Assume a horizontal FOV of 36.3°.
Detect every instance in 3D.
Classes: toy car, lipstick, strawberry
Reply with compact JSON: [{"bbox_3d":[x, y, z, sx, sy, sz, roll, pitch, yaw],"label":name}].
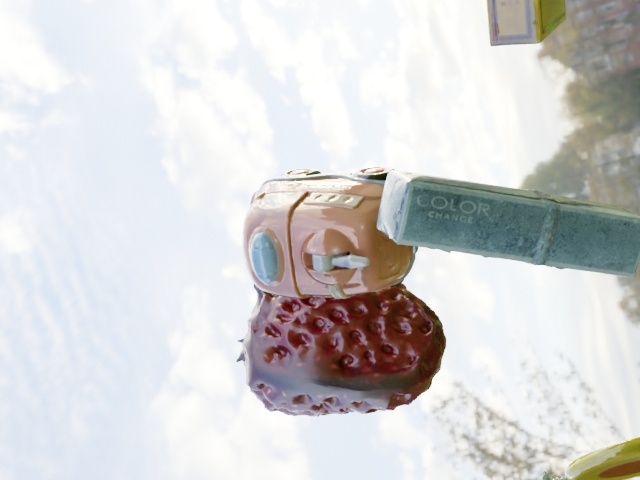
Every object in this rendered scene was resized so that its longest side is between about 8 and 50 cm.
[{"bbox_3d":[0.000,0.000,1.431,0.212,0.270,0.180,-34,-59,-59],"label":"toy car"},{"bbox_3d":[0.204,-0.018,1.041,0.076,0.290,0.077,-135,55,-67],"label":"lipstick"},{"bbox_3d":[0.053,0.170,1.665,0.317,0.345,0.295,-54,-32,-35],"label":"strawberry"}]

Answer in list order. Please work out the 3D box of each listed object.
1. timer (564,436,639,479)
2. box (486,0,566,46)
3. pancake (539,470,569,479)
[{"bbox_3d":[0.494,0.205,1.037,0.387,0.376,0.376,8,-114,-38],"label":"timer"},{"bbox_3d":[0.306,-0.462,1.471,0.193,0.084,0.301,-43,-51,-57],"label":"box"},{"bbox_3d":[0.366,0.405,1.356,0.197,0.376,0.054,49,-136,-1],"label":"pancake"}]
